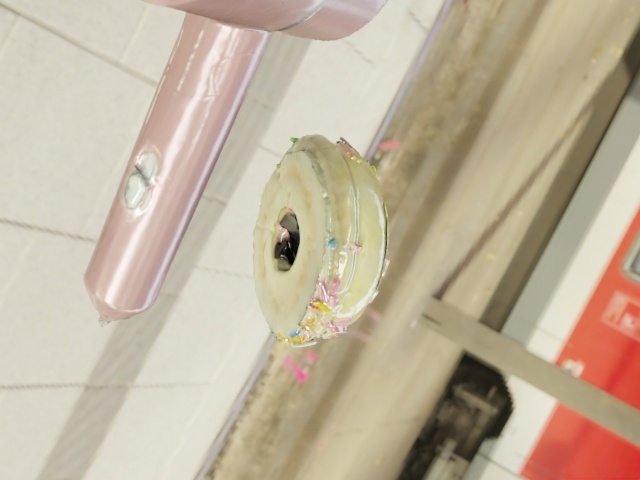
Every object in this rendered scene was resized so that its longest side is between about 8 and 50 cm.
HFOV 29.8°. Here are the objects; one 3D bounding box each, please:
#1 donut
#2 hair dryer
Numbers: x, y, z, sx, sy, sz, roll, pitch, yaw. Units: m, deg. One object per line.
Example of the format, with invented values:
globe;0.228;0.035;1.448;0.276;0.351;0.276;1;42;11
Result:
donut;0.000;0.000;0.971;0.068;0.174;0.175;4;122;-23
hair dryer;-0.088;-0.094;0.776;0.210;0.125;0.352;-6;121;-63
